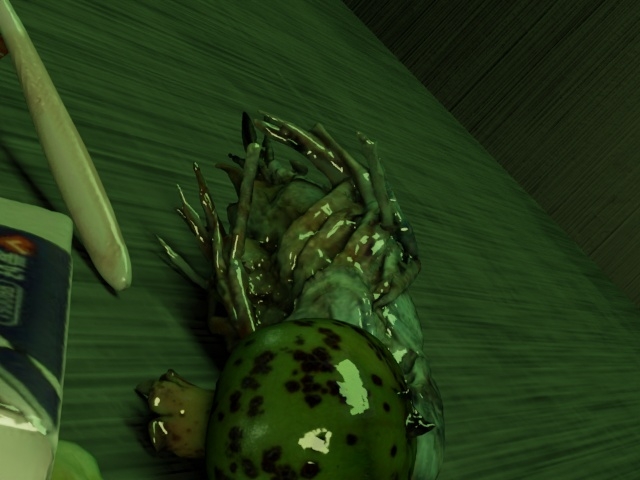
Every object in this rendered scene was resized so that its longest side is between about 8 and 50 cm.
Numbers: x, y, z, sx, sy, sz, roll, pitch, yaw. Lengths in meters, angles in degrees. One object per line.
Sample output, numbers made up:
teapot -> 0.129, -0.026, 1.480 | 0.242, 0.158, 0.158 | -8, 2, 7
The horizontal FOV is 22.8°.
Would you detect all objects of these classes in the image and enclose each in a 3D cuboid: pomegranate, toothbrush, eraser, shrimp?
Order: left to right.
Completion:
eraser -> -0.151, 0.031, 0.545 | 0.124, 0.068, 0.210 | 14, 16, -12
toothbrush -> -0.174, -0.099, 0.964 | 0.307, 0.025, 0.029 | 64, 9, 22
pomegranate -> -0.024, 0.094, 0.783 | 0.161, 0.122, 0.122 | 8, 4, 16
shrimp -> 0.001, 0.002, 0.988 | 0.137, 0.172, 0.372 | 25, 29, -44

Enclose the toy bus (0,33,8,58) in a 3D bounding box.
toy bus -> -0.235, -0.139, 0.984 | 0.110, 0.043, 0.031 | 25, 36, -61

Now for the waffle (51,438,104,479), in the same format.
waffle -> -0.026, 0.201, 0.502 | 0.292, 0.056, 0.309 | 42, 13, -8
